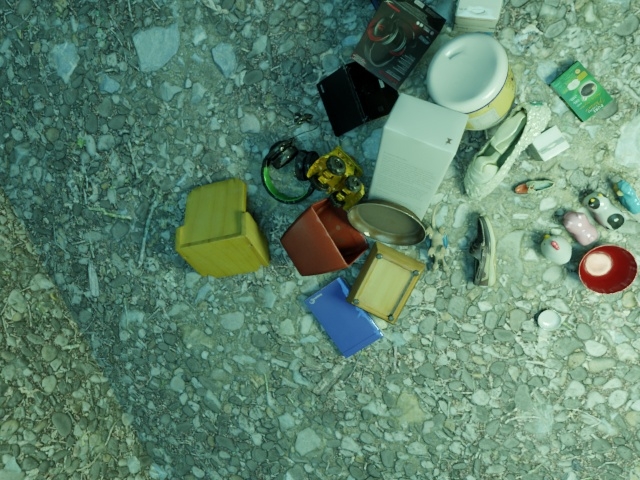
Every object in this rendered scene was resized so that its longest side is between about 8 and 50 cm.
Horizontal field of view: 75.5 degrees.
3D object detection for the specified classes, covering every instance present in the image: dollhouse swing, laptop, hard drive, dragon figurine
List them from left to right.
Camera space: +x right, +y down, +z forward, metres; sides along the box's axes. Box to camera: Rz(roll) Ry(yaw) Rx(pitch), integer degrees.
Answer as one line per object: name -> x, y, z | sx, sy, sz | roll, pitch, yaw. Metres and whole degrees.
dollhouse swing -> -0.428, -0.053, 1.875 | 0.347, 0.304, 0.315 | -11, 139, 16
hard drive -> 0.102, 0.337, 1.816 | 0.210, 0.040, 0.318 | -36, 90, 18
laptop -> 0.154, -0.575, 1.646 | 0.265, 0.136, 0.234 | -22, 95, -8
dragon figurine -> 0.459, 0.001, 1.632 | 0.085, 0.144, 0.288 | -8, 81, 15

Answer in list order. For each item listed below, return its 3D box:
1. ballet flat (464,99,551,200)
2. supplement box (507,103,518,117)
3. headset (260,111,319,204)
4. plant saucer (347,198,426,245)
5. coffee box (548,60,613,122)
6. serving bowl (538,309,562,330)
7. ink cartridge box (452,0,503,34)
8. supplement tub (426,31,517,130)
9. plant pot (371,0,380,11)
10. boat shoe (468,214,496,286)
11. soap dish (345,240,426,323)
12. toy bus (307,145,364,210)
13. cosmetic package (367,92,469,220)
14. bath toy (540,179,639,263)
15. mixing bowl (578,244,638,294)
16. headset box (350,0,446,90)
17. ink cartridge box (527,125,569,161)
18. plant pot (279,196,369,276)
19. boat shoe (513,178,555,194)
ballet flat -> 0.616, -0.315, 1.447 | 0.147, 0.147, 0.408 | 34, 127, 7
supplement box -> 0.669, -0.488, 1.508 | 0.083, 0.043, 0.055 | 36, 107, 7
headset -> -0.114, -0.324, 1.674 | 0.244, 0.185, 0.393 | 28, 117, 8
plant saucer -> 0.258, -0.073, 1.597 | 0.311, 0.310, 0.050 | 17, 67, 11
coffee box -> 0.905, -0.517, 1.442 | 0.113, 0.040, 0.184 | -43, 87, 18
serving bowl -> 0.889, 0.306, 1.607 | 0.084, 0.027, 0.083 | 3, 102, 15
ink cartridge box -> 0.535, -0.774, 1.413 | 0.140, 0.191, 0.082 | 13, 103, 12
supplement tub -> 0.512, -0.505, 1.371 | 0.241, 0.331, 0.240 | 0, 90, 32
plant pot -> 0.243, -0.963, 1.442 | 0.236, 0.236, 0.212 | -32, 84, 18
boat shoe -> 0.621, 0.045, 1.593 | 0.093, 0.103, 0.284 | -7, 104, 11
soap dish -> 0.264, 0.180, 1.685 | 0.229, 0.118, 0.290 | 26, 100, 4
toy bus -> 0.092, -0.259, 1.625 | 0.220, 0.211, 0.149 | 44, 137, -4
cosmetic package -> 0.315, -0.263, 1.435 | 0.230, 0.453, 0.161 | 23, 68, 9
bath toy -> 0.943, -0.061, 1.473 | 0.348, 0.129, 0.151 | -42, 54, 17
mixing bowl -> 1.021, 0.094, 1.495 | 0.182, 0.098, 0.181 | 3, 102, 14
headset box -> 0.260, -0.699, 1.463 | 0.218, 0.110, 0.293 | 33, 146, -7
ink cartridge box -> 0.793, -0.339, 1.451 | 0.092, 0.143, 0.089 | -34, 90, 18
plant pot -> 0.000, 0.000, 1.678 | 0.236, 0.267, 0.267 | -31, 91, 29
boat shoe -> 0.791, -0.198, 1.531 | 0.137, 0.043, 0.049 | -8, 100, 17
